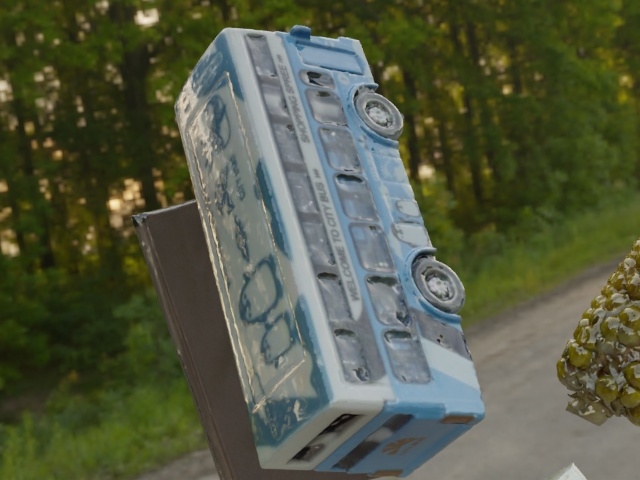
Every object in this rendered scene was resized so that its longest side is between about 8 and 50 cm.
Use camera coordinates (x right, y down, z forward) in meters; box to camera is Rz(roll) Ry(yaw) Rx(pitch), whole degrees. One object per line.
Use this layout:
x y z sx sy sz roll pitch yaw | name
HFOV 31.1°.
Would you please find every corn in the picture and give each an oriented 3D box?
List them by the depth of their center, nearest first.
0.276 -0.003 0.802 0.097 0.320 0.097 33 2 -1 | corn

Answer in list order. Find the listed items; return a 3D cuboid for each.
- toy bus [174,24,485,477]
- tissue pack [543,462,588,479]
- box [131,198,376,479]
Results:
0.000 0.000 0.743 0.131 0.297 0.106 5 -36 -34 | toy bus
0.103 0.192 0.490 0.099 0.149 0.106 -30 -13 -34 | tissue pack
-0.016 0.075 0.946 0.153 0.252 0.188 -18 -3 20 | box
